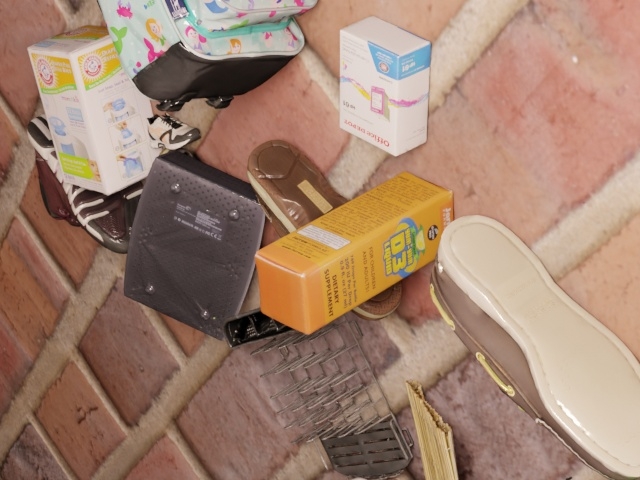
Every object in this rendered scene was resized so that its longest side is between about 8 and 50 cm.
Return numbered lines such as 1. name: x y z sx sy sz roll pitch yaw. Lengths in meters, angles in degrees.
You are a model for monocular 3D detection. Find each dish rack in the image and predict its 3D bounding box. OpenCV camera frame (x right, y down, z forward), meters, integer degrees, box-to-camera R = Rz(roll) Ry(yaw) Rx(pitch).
1. dish rack: 0.002 0.195 1.840 0.208 0.074 0.271 -19 98 56

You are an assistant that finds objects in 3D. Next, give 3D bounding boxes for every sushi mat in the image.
1. sushi mat: 0.155 0.330 1.730 0.151 0.019 0.316 -121 17 -67

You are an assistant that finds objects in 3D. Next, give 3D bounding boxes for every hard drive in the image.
1. hard drive: -0.161 0.005 1.875 0.172 0.054 0.254 24 132 6

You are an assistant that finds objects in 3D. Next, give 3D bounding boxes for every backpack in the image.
1. backpack: -0.144 -0.293 1.558 0.191 0.225 0.253 -39 76 33

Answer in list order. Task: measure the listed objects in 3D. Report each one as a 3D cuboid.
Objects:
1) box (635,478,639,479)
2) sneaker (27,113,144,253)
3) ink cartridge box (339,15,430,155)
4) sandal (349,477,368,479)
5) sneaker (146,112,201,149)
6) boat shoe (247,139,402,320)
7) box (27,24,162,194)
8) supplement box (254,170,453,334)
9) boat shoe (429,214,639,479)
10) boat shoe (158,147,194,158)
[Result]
1. box: 0.414 0.352 1.373 0.262 0.127 0.231 -1 115 54
2. sneaker: -0.333 -0.052 2.091 0.281 0.106 0.162 53 151 31
3. ink cartridge box: 0.067 -0.163 1.520 0.088 0.052 0.122 31 137 37
4. sandal: 0.035 0.497 1.909 0.169 0.102 0.416 -140 42 -56
5. sneaker: -0.198 -0.145 1.888 0.109 0.040 0.043 5 116 50
6. boat shoe: 0.007 -0.004 1.693 0.257 0.095 0.095 55 160 20
7. box: -0.303 -0.180 1.941 0.114 0.103 0.203 15 125 46
8. supplement box: 0.041 0.010 1.515 0.080 0.233 0.078 21 129 39
9. boat shoe: 0.226 0.120 1.465 0.324 0.117 0.096 51 149 22
10. boat shoe: -0.175 -0.052 1.909 0.049 0.056 0.152 3 117 56
